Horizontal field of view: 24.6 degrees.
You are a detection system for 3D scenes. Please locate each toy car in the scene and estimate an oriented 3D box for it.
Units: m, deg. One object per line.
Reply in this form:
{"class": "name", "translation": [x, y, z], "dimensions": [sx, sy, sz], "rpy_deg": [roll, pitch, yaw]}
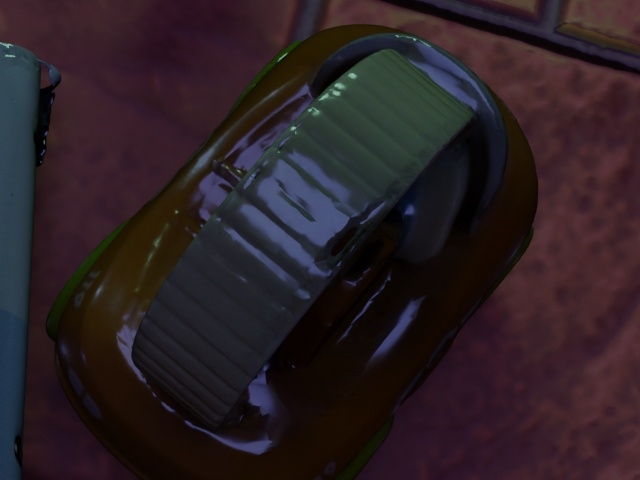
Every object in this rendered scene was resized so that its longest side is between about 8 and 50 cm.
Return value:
{"class": "toy car", "translation": [0.000, 0.000, 0.582], "dimensions": [0.145, 0.235, 0.235], "rpy_deg": [39, 75, 3]}

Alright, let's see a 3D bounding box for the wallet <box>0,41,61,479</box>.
{"class": "wallet", "translation": [-0.199, 0.024, 0.628], "dimensions": [0.170, 0.069, 0.231], "rpy_deg": [-2, 66, 2]}
